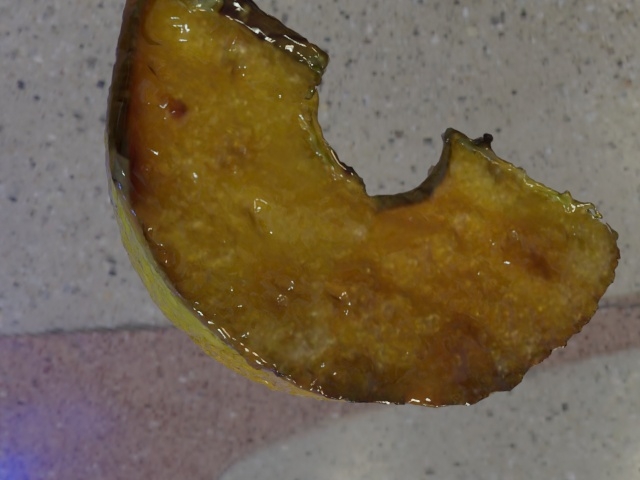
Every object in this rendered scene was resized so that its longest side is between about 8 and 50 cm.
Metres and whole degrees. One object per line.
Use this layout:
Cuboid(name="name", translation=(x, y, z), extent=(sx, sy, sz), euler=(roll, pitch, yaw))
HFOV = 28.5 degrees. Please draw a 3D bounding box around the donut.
Cuboid(name="donut", translation=(-0.006, 0.001, 0.573), extent=(0.259, 0.152, 0.101), euler=(32, 152, -12))
